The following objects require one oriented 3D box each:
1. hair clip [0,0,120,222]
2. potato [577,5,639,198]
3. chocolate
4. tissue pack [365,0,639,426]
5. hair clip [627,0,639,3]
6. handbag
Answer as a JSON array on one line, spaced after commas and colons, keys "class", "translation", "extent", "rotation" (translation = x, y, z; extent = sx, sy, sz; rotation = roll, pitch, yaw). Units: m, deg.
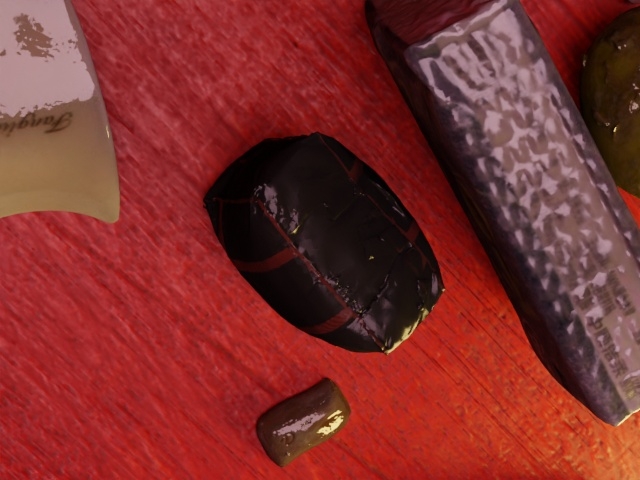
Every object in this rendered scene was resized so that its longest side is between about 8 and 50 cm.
[{"class": "hair clip", "translation": [-0.273, -0.130, 1.184], "extent": [0.173, 0.113, 0.282], "rotation": [-7, 105, -12]}, {"class": "potato", "translation": [0.364, -0.098, 1.333], "extent": [0.176, 0.141, 0.298], "rotation": [-33, 108, 6]}, {"class": "chocolate", "translation": [-0.013, 0.192, 1.366], "extent": [0.101, 0.031, 0.064], "rotation": [-29, 112, -7]}, {"class": "tissue pack", "translation": [0.185, -0.055, 1.222], "extent": [0.124, 0.288, 0.394], "rotation": [-28, 108, 4]}, {"class": "hair clip", "translation": [0.304, -0.319, 1.326], "extent": [0.123, 0.102, 0.138], "rotation": [-29, 140, -4]}, {"class": "handbag", "translation": [0.000, 0.000, 1.253], "extent": [0.155, 0.169, 0.215], "rotation": [-46, 108, -17]}]
